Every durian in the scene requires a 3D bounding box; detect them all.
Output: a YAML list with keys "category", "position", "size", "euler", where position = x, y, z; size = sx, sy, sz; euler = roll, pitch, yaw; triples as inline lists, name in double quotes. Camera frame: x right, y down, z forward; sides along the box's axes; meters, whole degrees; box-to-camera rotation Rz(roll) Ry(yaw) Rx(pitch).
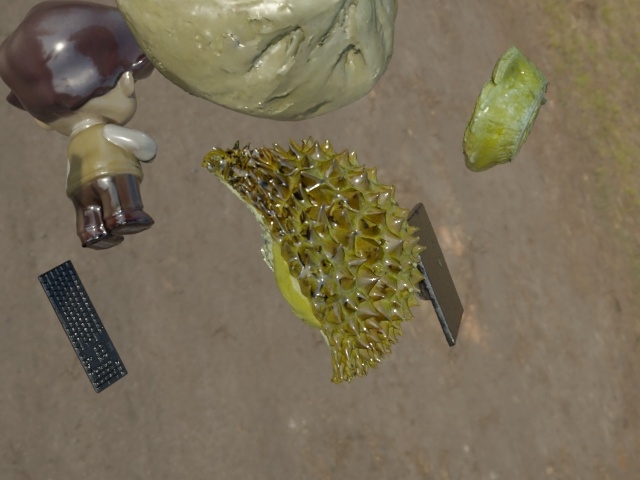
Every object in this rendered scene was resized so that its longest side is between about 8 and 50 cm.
- category: "durian"
  position: [0.000, 0.000, 1.007]
  size: [0.172, 0.166, 0.306]
  euler: [-39, 91, -30]

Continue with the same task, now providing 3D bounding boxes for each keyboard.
- category: "keyboard"
  position: [-0.364, 0.133, 1.420]
  size: [0.061, 0.013, 0.204]
  euler: [-34, 106, -39]

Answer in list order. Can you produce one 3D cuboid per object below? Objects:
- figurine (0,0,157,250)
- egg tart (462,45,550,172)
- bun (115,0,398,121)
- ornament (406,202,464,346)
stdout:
- category: "figurine"
  position: [-0.317, -0.182, 1.345]
  size: [0.206, 0.218, 0.364]
  euler: [-23, 88, -45]
- category: "egg tart"
  position: [0.271, -0.181, 1.336]
  size: [0.078, 0.197, 0.197]
  euler: [26, 32, 16]
- category: "bun"
  position: [-0.069, -0.307, 1.034]
  size: [0.234, 0.326, 0.361]
  euler: [-148, -140, -75]
- category: "ornament"
  position: [0.056, 0.062, 1.131]
  size: [0.166, 0.196, 0.153]
  euler: [-36, 107, -73]
